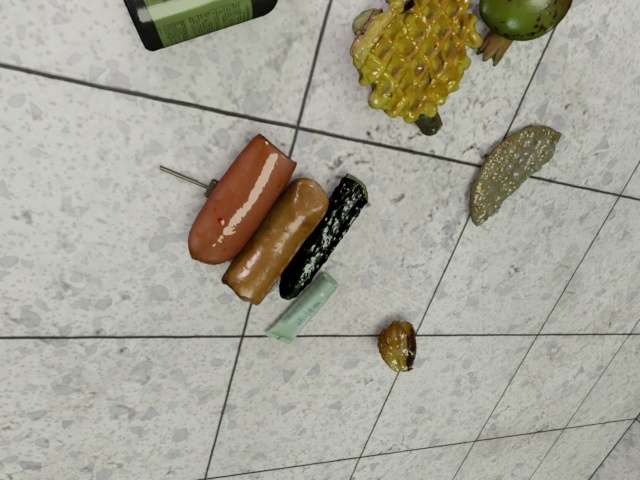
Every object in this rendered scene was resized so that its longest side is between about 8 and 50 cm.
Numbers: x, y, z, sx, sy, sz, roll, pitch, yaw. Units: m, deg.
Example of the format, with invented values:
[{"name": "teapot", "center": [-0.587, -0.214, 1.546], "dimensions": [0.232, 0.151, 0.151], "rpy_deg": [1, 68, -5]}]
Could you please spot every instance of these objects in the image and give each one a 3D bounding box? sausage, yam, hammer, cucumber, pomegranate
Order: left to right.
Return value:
[{"name": "hammer", "center": [-0.239, -0.112, 0.829], "dimensions": [0.110, 0.019, 0.035], "rpy_deg": [23, 108, -26]}, {"name": "sausage", "center": [-0.149, -0.065, 0.829], "dimensions": [0.113, 0.113, 0.259], "rpy_deg": [30, 101, -34]}, {"name": "sausage", "center": [-0.083, -0.002, 0.887], "dimensions": [0.109, 0.109, 0.270], "rpy_deg": [40, 83, -35]}, {"name": "cucumber", "center": [0.000, 0.000, 0.959], "dimensions": [0.072, 0.081, 0.303], "rpy_deg": [33, 108, -4]}, {"name": "yam", "center": [0.152, -0.306, 0.856], "dimensions": [0.061, 0.061, 0.274], "rpy_deg": [-42, 127, 5]}, {"name": "pomegranate", "center": [0.362, -0.423, 0.831], "dimensions": [0.159, 0.159, 0.205], "rpy_deg": [-2, 146, -22]}]

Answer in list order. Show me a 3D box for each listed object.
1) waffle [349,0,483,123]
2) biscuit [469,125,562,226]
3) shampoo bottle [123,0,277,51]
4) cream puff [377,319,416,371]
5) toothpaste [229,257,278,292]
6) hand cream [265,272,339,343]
[{"name": "waffle", "center": [0.169, -0.350, 0.779], "dimensions": [0.309, 0.065, 0.283], "rpy_deg": [-20, 118, -34]}, {"name": "biscuit", "center": [0.442, -0.174, 1.066], "dimensions": [0.290, 0.038, 0.141], "rpy_deg": [-44, 125, 4]}, {"name": "shampoo bottle", "center": [-0.140, -0.370, 0.665], "dimensions": [0.284, 0.101, 0.101], "rpy_deg": [-23, 125, -10]}, {"name": "cream puff", "center": [0.200, 0.274, 1.182], "dimensions": [0.104, 0.119, 0.133], "rpy_deg": [6, 99, 1]}, {"name": "toothpaste", "center": [-0.160, 0.036, 0.936], "dimensions": [0.067, 0.043, 0.194], "rpy_deg": [-38, 119, -1]}, {"name": "hand cream", "center": [-0.039, 0.163, 1.056], "dimensions": [0.078, 0.050, 0.205], "rpy_deg": [30, 108, -36]}]
